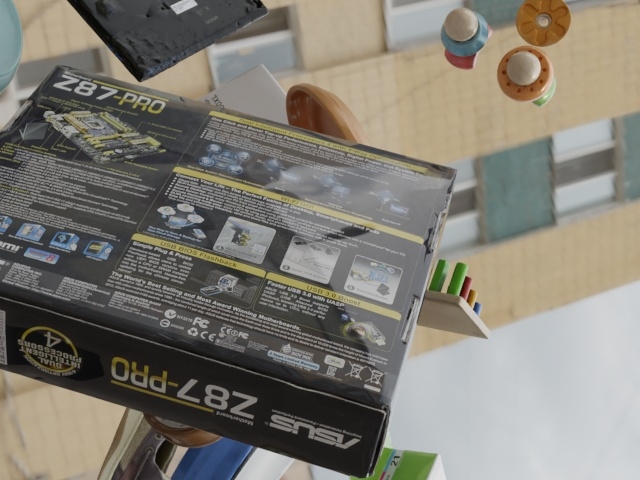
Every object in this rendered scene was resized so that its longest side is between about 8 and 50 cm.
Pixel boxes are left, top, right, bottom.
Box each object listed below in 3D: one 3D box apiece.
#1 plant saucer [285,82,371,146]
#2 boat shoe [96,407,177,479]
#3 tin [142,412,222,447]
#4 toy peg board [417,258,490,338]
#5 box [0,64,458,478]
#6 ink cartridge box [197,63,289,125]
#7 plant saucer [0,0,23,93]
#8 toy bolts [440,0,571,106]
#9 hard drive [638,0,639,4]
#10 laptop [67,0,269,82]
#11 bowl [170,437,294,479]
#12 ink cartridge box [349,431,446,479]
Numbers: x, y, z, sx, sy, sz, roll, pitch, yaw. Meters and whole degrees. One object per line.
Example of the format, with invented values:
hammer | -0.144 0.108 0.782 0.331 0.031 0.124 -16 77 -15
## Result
plant saucer | 0.021 -0.113 1.576 0.200 0.037 0.200 53 -19 27
boat shoe | -0.238 0.316 1.642 0.103 0.092 0.285 87 17 -59
tin | -0.085 0.113 1.152 0.106 0.190 0.040 52 0 31
toy peg board | 0.197 0.089 2.076 0.161 0.079 0.160 10 -20 31
box | -0.105 0.006 1.044 0.318 0.395 0.097 -69 172 -48
ink cartridge box | -0.064 -0.092 2.324 0.285 0.166 0.395 53 -8 35
plant saucer | -0.282 -0.177 1.022 0.021 0.119 0.119 -8 -80 27
toy bolts | 0.334 -0.375 2.239 0.218 0.228 0.158 -68 165 -1
hard drive | 0.410 -0.377 1.218 0.203 0.307 0.040 44 0 -42
laptop | -0.241 -0.289 1.441 0.264 0.234 0.136 49 -43 3
bowl | -0.091 0.300 1.887 0.077 0.391 0.391 36 -35 14
ink cartridge box | 0.139 0.430 2.156 0.097 0.189 0.255 3 -54 25
